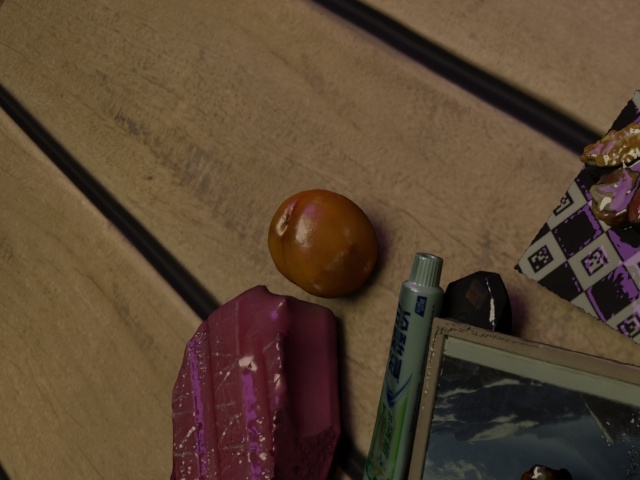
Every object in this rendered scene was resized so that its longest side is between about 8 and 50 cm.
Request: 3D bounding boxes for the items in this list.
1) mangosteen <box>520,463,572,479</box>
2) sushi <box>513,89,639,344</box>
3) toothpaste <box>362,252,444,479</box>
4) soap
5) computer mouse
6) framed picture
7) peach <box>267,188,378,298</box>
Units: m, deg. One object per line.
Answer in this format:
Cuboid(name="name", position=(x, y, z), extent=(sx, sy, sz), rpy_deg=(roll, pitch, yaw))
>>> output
Cuboid(name="mangosteen", position=(0.168, 0.342, 1.281), extent=(0.231, 0.231, 0.289), rpy_deg=(22, 82, 51))
Cuboid(name="sushi", position=(0.341, -0.033, 1.404), extent=(0.264, 0.050, 0.290), rpy_deg=(-55, 39, -3))
Cuboid(name="toothpaste", position=(0.091, 0.160, 1.556), extent=(0.075, 0.048, 0.297), rpy_deg=(27, 109, 56))
Cuboid(name="soap", position=(-0.080, 0.216, 1.698), extent=(0.220, 0.127, 0.325), rpy_deg=(-32, 48, 32))
Cuboid(name="computer mouse", position=(0.165, 0.110, 1.546), extent=(0.099, 0.057, 0.172), rpy_deg=(49, 121, 46))
Cuboid(name="framed picture", position=(0.216, 0.225, 1.403), extent=(0.335, 0.022, 0.247), rpy_deg=(13, 94, 50))
Cuboid(name="peach", position=(0.000, 0.000, 1.729), extent=(0.138, 0.138, 0.138), rpy_deg=(-25, 53, 37))
